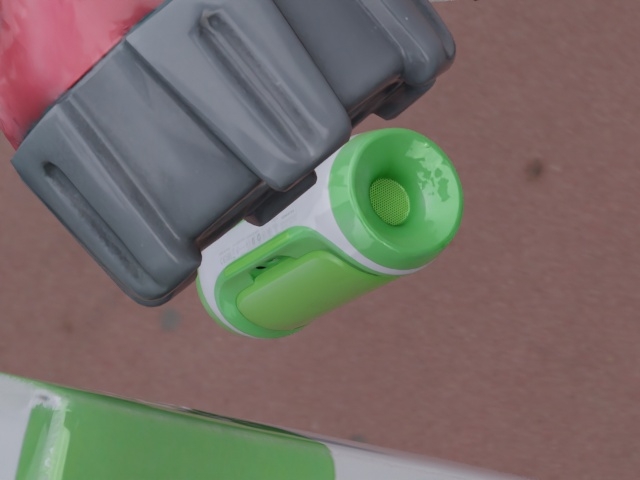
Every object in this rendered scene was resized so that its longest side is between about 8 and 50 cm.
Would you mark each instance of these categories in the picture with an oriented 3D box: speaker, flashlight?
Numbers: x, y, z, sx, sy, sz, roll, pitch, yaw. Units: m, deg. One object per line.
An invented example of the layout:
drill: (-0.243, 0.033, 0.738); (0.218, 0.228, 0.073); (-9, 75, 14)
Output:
speaker: (0.000, 0.000, 1.587); (0.296, 0.131, 0.131); (-30, 63, 57)
flashlight: (-0.099, -0.129, 0.425); (0.103, 0.103, 0.304); (-40, 89, -3)

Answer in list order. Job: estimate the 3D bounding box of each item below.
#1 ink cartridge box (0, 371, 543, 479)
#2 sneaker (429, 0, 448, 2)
ink cartridge box: (0.008, 0.149, 0.424); (0.117, 0.278, 0.201); (2, 78, 51)
sneaker: (0.030, -0.280, 0.969); (0.146, 0.122, 0.330); (-21, 94, 10)
